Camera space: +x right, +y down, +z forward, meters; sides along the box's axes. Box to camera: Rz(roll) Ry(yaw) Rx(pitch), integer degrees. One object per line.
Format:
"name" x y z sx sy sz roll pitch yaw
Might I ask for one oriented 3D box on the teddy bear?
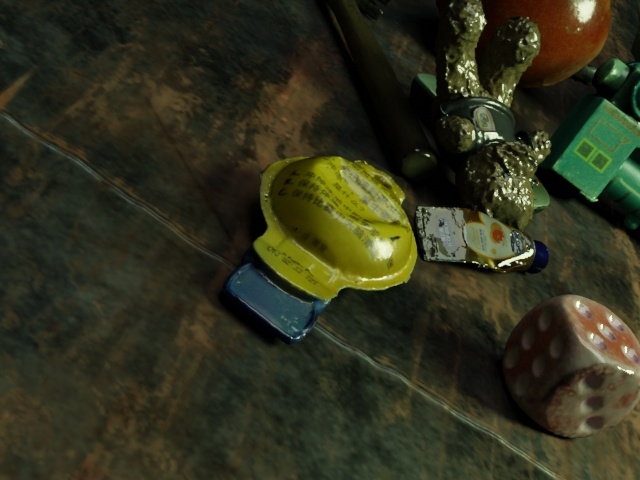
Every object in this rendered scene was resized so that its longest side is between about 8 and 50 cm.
"teddy bear" 0.176 -0.125 1.280 0.181 0.129 0.252 4 77 -33

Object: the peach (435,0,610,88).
"peach" 0.276 -0.330 1.619 0.252 0.252 0.252 27 30 -17

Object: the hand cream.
"hand cream" 0.164 0.004 1.190 0.163 0.039 0.062 12 62 -36

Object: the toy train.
"toy train" 0.430 -0.088 1.472 0.298 0.194 0.120 35 8 -10

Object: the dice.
"dice" 0.222 0.110 1.037 0.091 0.093 0.094 22 31 -25

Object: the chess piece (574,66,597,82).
"chess piece" 0.402 -0.273 1.868 0.093 0.042 0.042 21 31 -38

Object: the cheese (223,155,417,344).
"cheese" 0.000 0.000 0.993 0.156 0.064 0.250 38 38 5

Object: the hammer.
"hammer" 0.050 -0.220 1.397 0.168 0.044 0.440 17 34 -29

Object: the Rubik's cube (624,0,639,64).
"Rubik's cube" 0.618 -0.203 1.671 0.358 0.387 0.368 -82 159 -61

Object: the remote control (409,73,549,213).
"remote control" 0.183 -0.114 1.383 0.072 0.042 0.222 -8 52 -52
